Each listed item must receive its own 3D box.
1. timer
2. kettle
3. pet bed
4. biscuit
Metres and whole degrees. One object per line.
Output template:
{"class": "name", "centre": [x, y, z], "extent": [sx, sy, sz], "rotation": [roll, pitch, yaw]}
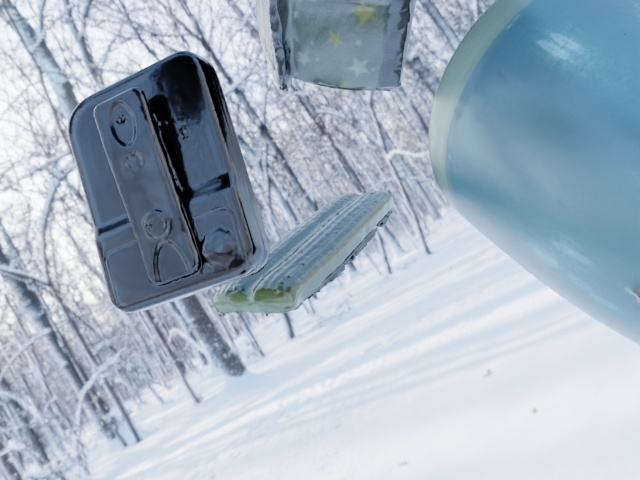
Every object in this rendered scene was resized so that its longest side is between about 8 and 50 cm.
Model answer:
{"class": "timer", "centre": [-0.132, -0.045, 0.504], "extent": [0.144, 0.187, 0.055], "rotation": [-19, -5, 21]}
{"class": "kettle", "centre": [0.301, -0.045, 0.431], "extent": [0.320, 0.342, 0.247], "rotation": [-24, -48, -13]}
{"class": "pet bed", "centre": [0.006, -0.244, 0.507], "extent": [0.159, 0.183, 0.210], "rotation": [9, -33, 5]}
{"class": "biscuit", "centre": [0.000, 0.000, 0.703], "extent": [0.099, 0.038, 0.322], "rotation": [0, 22, 27]}
